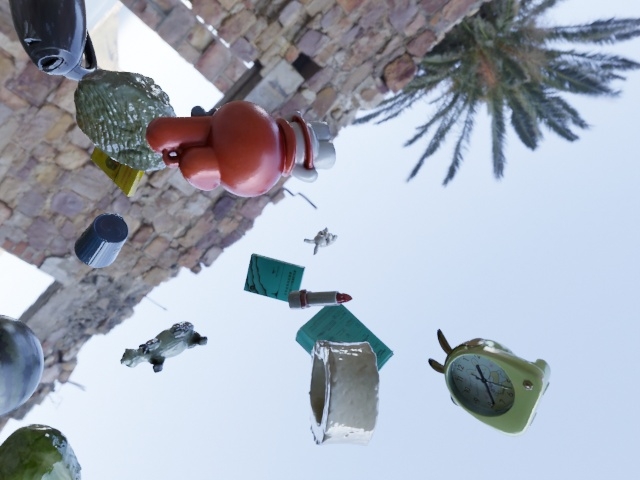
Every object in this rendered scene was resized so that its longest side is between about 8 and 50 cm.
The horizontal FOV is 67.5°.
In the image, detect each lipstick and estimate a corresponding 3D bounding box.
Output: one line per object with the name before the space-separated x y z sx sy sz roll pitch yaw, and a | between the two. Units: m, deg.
lipstick | 0.003 0.165 1.371 0.187 0.057 0.063 -6 -175 23

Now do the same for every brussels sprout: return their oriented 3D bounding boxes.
brussels sprout | -0.804 0.663 1.374 0.210 0.271 0.219 -47 -169 -34

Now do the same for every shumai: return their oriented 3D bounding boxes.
shumai | -0.365 -0.283 0.993 0.272 0.222 0.203 8 -128 36

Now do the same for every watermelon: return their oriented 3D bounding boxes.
watermelon | -0.674 0.256 0.963 0.212 0.212 0.212 -33 -145 27

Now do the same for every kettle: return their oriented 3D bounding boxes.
kettle | -0.790 -0.628 1.460 0.208 0.268 0.290 -19 -103 16

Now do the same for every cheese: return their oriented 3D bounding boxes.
cheese | 0.060 0.435 1.417 0.332 0.153 0.292 180 -85 -78

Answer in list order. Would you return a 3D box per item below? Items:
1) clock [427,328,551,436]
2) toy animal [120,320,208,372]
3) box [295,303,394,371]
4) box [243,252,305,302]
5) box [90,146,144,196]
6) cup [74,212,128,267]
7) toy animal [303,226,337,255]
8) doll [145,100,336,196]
clock | 0.321 0.268 0.956 0.232 0.170 0.069 25 -148 31
toy animal | -0.435 0.292 1.320 0.225 0.093 0.121 -28 -168 -30
box | 0.085 0.391 1.773 0.205 0.311 0.118 -39 163 -32
box | -0.187 0.155 1.946 0.042 0.227 0.160 -54 158 -79
box | -0.499 -0.189 1.176 0.086 0.155 0.023 -55 164 28
cup | -0.688 -0.018 1.539 0.155 0.131 0.176 -35 -151 41
toy animal | 0.005 -0.004 1.778 0.085 0.071 0.124 -35 177 22
doll | -0.121 -0.146 0.760 0.130 0.291 0.160 130 -50 -64
